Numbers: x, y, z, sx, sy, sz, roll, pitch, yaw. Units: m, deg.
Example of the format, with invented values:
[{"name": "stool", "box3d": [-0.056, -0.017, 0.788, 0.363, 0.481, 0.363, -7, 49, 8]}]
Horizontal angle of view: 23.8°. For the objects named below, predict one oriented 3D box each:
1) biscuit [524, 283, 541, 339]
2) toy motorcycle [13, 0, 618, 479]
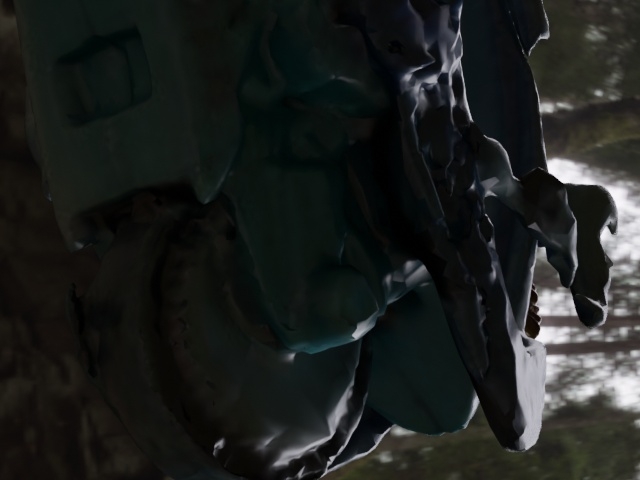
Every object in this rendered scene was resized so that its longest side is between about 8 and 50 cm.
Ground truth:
[{"name": "biscuit", "box3d": [0.008, -0.007, 0.754, 0.126, 0.206, 0.025, -88, -170, -45]}, {"name": "toy motorcycle", "box3d": [-0.006, -0.057, 0.460, 0.154, 0.206, 0.260, -15, -94, 43]}]
